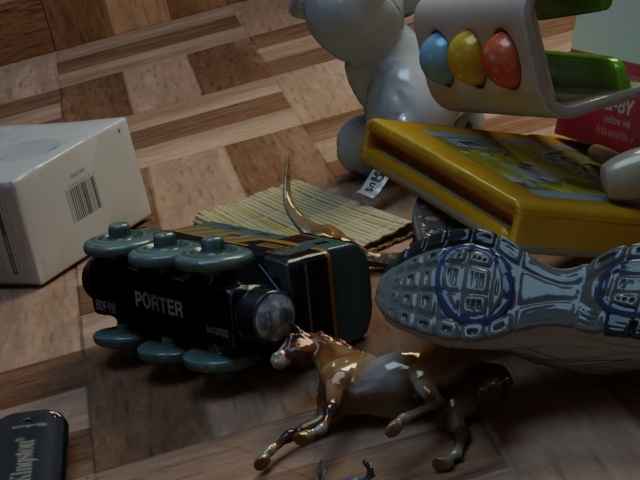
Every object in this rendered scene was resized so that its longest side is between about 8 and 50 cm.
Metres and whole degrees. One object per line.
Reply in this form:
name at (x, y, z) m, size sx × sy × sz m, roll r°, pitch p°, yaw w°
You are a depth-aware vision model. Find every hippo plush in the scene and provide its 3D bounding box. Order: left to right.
hippo plush at (0.058, -0.213, 2.352) m, size 0.234 × 0.237 × 0.294 m, roll -27°, pitch 14°, yaw 44°

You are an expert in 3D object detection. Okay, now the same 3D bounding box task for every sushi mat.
sushi mat at (-0.024, -0.019, 2.278) m, size 0.151 × 0.019 × 0.316 m, roll -20°, pitch 19°, yaw -21°

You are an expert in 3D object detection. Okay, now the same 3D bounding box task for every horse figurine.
horse figurine at (0.059, 0.132, 1.689) m, size 0.263 × 0.066 × 0.174 m, roll -6°, pitch 25°, yaw 28°

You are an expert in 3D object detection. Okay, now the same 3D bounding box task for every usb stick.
usb stick at (-0.257, 0.214, 1.714) m, size 0.077 × 0.045 × 0.278 m, roll -15°, pitch 17°, yaw -1°

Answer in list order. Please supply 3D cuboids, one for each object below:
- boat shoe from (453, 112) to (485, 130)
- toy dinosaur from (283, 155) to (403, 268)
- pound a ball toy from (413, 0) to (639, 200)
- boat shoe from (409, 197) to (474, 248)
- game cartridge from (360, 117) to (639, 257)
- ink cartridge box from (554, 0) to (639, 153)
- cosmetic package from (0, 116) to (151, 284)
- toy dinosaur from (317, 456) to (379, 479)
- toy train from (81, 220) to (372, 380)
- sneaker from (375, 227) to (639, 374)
boat shoe at (0.164, -0.119, 2.404) m, size 0.040 × 0.049 × 0.142 m, roll -45°, pitch 6°, yaw 36°
toy dinosaur at (0.000, 0.000, 2.115) m, size 0.211 × 0.064 × 0.112 m, roll 33°, pitch 45°, yaw 30°
pound a ball toy at (0.200, -0.144, 1.863) m, size 0.135 × 0.208 × 0.319 m, roll -16°, pitch 11°, yaw -16°
boat shoe at (0.142, 0.012, 1.905) m, size 0.123 × 0.116 × 0.324 m, roll 14°, pitch 15°, yaw 6°
game cartridge at (0.241, -0.048, 1.872) m, size 0.323 × 0.053 × 0.285 m, roll 1°, pitch 18°, yaw -29°
ink cartridge box at (0.419, -0.265, 1.965) m, size 0.279 × 0.385 × 0.160 m, roll 5°, pitch 9°, yaw -24°
cosmetic package at (-0.372, -0.047, 2.437) m, size 0.224 × 0.138 × 0.224 m, roll 1°, pitch 23°, yaw 35°
toy dinosaur at (0.008, 0.203, 1.557) m, size 0.082 × 0.047 × 0.090 m, roll -30°, pitch 26°, yaw 10°
toy train at (-0.100, 0.049, 1.969) m, size 0.190 × 0.142 × 0.334 m, roll -12°, pitch 12°, yaw -34°
sneaker at (0.190, 0.069, 1.665) m, size 0.297 × 0.129 × 0.111 m, roll 7°, pitch 61°, yaw 21°
